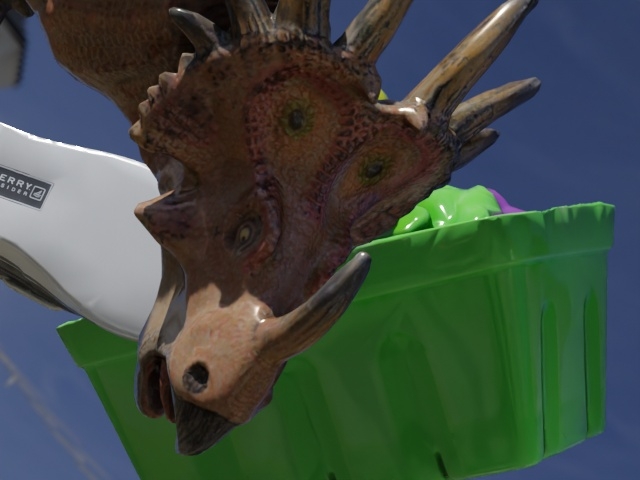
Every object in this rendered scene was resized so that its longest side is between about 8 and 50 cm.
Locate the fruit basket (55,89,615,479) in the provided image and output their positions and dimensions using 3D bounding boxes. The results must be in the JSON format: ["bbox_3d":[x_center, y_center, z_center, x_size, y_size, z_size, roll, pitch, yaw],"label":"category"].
[{"bbox_3d":[0.000,0.000,1.183,0.392,0.283,0.392,1,-88,26],"label":"fruit basket"}]

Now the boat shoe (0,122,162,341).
[{"bbox_3d":[-0.166,0.000,1.109,0.301,0.108,0.102,20,-16,17],"label":"boat shoe"}]

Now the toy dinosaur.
[{"bbox_3d":[-0.027,-0.107,0.481,0.200,0.127,0.295,14,-66,62],"label":"toy dinosaur"}]
